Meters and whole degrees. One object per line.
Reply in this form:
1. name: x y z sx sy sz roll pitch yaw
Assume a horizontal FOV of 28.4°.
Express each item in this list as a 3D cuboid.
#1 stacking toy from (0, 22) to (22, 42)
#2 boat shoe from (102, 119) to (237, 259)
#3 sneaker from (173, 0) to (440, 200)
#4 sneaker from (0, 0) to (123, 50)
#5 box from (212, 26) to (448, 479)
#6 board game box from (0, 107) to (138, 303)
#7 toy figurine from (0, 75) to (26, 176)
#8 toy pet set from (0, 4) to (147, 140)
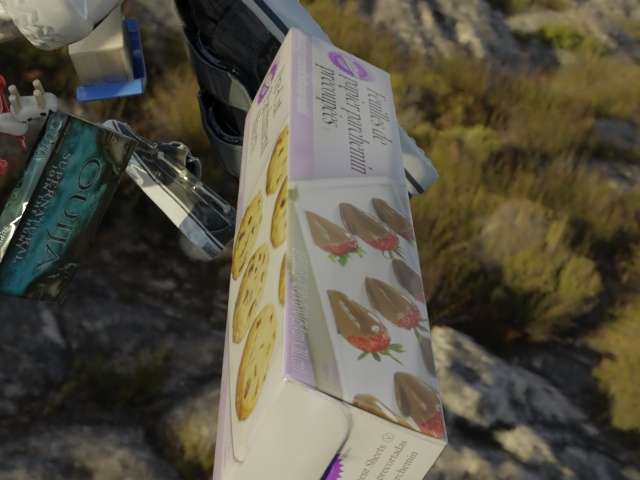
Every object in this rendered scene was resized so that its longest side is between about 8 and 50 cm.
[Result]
1. stacking toy: -0.339 -0.291 1.120 0.141 0.141 0.330 22 -10 6
2. boat shoe: -0.168 -0.073 1.450 0.219 0.070 0.078 46 -1 21
3. sneaker: -0.036 -0.104 0.921 0.321 0.127 0.126 47 6 -40
4. sneaker: -0.079 -0.258 0.747 0.137 0.210 0.365 57 24 -31
5. box: 0.000 0.000 0.558 0.063 0.067 0.324 24 28 -14
6. board game box: -0.256 -0.030 1.232 0.026 0.186 0.126 28 4 24
7. toy figurine: -0.470 -0.113 1.328 0.217 0.191 0.362 -16 19 5
8. toy pet set: -0.175 -0.121 0.820 0.114 0.065 0.122 -8 61 -1
